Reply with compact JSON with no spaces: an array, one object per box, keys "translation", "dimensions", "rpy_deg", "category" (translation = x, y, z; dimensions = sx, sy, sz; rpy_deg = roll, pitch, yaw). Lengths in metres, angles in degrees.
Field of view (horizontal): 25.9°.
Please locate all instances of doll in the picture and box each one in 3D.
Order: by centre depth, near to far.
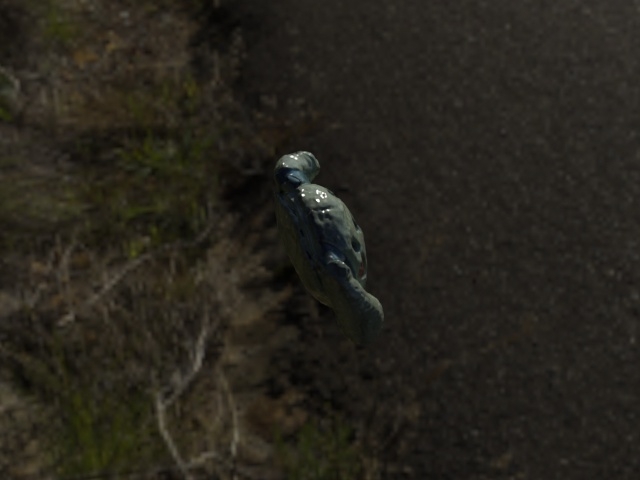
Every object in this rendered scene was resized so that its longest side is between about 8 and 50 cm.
[{"translation":[0.000,0.000,1.273],"dimensions":[0.072,0.103,0.214],"rpy_deg":[-27,57,11],"category":"doll"}]
